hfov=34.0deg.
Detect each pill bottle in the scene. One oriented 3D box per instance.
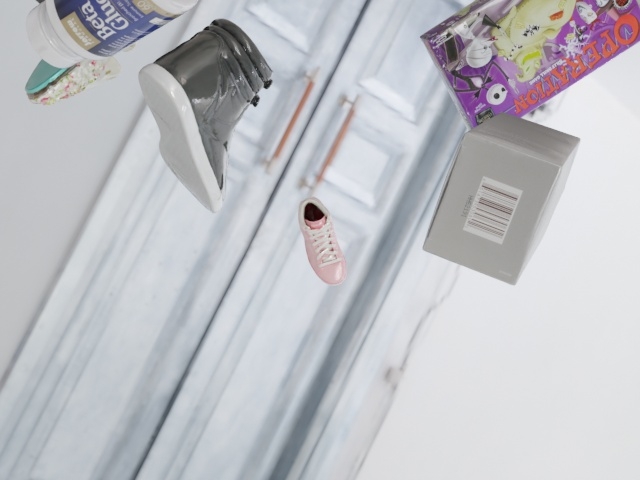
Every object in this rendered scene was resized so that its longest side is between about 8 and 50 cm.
[{"bbox_3d":[-0.210,-0.236,1.037,0.169,0.094,0.094,-22,145,31],"label":"pill bottle"}]

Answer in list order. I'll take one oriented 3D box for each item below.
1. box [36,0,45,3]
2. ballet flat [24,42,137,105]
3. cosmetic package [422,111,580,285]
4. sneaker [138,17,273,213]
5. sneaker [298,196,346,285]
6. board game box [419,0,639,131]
[{"bbox_3d":[-0.377,-0.442,1.544,0.257,0.079,0.322,-6,143,46],"label":"box"},{"bbox_3d":[-0.248,-0.233,1.203,0.091,0.240,0.077,-1,143,41],"label":"ballet flat"},{"bbox_3d":[0.189,-0.050,1.057,0.107,0.127,0.238,21,-165,10],"label":"cosmetic package"},{"bbox_3d":[-0.118,-0.146,1.258,0.104,0.147,0.295,41,161,21],"label":"sneaker"},{"bbox_3d":[0.000,0.000,1.482,0.051,0.134,0.070,-18,176,0],"label":"sneaker"},{"bbox_3d":[0.359,-0.340,1.735,0.208,0.347,0.056,58,178,-28],"label":"board game box"}]
